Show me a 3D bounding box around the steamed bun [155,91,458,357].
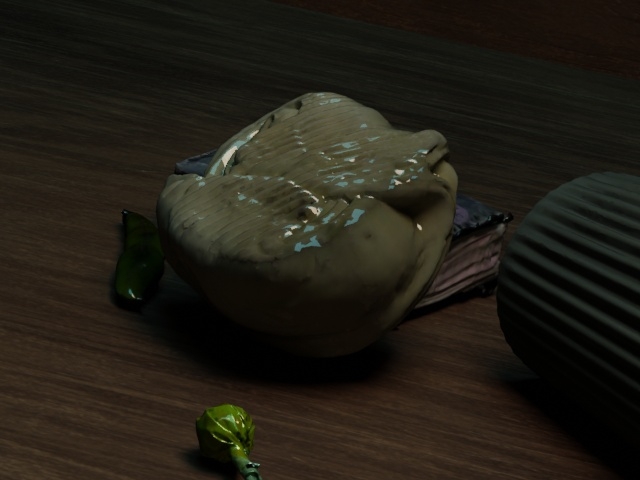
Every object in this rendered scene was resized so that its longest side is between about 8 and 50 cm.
[{"bbox_3d":[-0.008,0.006,2.169,0.310,0.219,0.324,-38,35,-28],"label":"steamed bun"}]

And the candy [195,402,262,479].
[{"bbox_3d":[-0.069,0.217,1.808,0.062,0.058,0.194,37,13,-35],"label":"candy"}]

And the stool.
[{"bbox_3d":[0.376,0.087,2.082,0.297,0.297,0.330,-1,17,-31],"label":"stool"}]

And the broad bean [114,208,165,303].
[{"bbox_3d":[-0.209,0.014,2.318,0.060,0.043,0.297,-2,19,-3],"label":"broad bean"}]

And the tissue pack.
[{"bbox_3d":[0.022,-0.024,2.441,0.361,0.122,0.259,25,26,31],"label":"tissue pack"}]
